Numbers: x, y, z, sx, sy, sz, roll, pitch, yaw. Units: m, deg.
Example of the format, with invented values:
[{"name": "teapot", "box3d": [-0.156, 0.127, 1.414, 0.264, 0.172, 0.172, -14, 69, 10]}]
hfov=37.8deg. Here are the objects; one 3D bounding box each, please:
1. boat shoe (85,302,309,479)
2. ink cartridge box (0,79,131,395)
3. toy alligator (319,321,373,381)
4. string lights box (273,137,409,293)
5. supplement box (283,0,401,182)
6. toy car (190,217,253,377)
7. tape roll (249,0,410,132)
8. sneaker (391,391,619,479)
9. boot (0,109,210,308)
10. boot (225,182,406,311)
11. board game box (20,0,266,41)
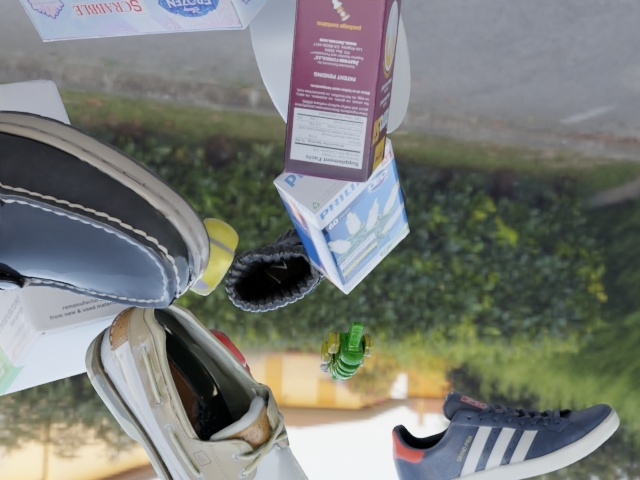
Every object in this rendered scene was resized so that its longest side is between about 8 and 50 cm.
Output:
[{"name": "boat shoe", "box3d": [-0.086, 0.184, 0.844, 0.103, 0.302, 0.113, -39, -175, 42]}, {"name": "ink cartridge box", "box3d": [-0.313, -0.002, 0.988, 0.115, 0.273, 0.198, -13, 162, -36]}, {"name": "toy alligator", "box3d": [0.029, 0.162, 1.233, 0.056, 0.051, 0.189, 7, 152, -10]}, {"name": "string lights box", "box3d": [0.035, -0.043, 1.217, 0.077, 0.133, 0.259, 41, 169, 23]}, {"name": "supplement box", "box3d": [0.022, -0.158, 0.854, 0.081, 0.188, 0.104, 9, -160, 10]}, {"name": "toy car", "box3d": [-0.191, 0.091, 1.131, 0.225, 0.239, 0.053, -4, 173, -23]}, {"name": "tape roll", "box3d": [0.020, -0.272, 1.261, 0.100, 0.286, 0.286, -11, 171, 28]}, {"name": "sneaker", "box3d": [0.269, 0.287, 1.426, 0.350, 0.148, 0.131, -22, 174, 10]}, {"name": "boot", "box3d": [-0.288, 0.036, 0.583, 0.377, 0.284, 0.138, 18, 139, 7]}, {"name": "boot", "box3d": [0.002, 0.004, 1.701, 0.348, 0.131, 0.260, -40, 173, 9]}, {"name": "board game box", "box3d": [-0.253, -0.371, 1.011, 0.319, 0.066, 0.318, 5, 137, 31]}]
